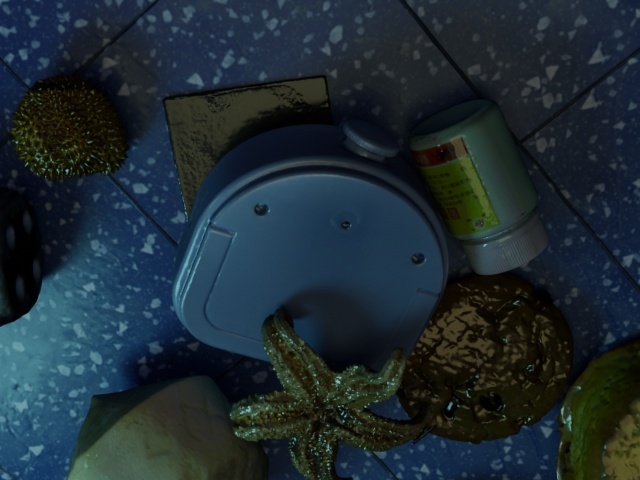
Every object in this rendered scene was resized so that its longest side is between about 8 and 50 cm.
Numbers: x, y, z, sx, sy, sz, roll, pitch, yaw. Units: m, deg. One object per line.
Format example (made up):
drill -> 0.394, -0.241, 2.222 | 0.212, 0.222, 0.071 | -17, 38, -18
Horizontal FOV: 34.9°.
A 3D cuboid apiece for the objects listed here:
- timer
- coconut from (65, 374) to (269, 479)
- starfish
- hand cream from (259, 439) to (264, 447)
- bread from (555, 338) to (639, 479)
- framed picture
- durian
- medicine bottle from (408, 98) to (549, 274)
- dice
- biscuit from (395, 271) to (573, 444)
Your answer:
timer -> 0.000, 0.000, 1.448 | 0.395, 0.173, 0.395 | -2, 120, -3
coconut -> -0.243, 0.347, 1.541 | 0.329, 0.329, 0.328 | 1, 109, 3
starfish -> 0.026, 0.230, 1.430 | 0.303, 0.113, 0.312 | 23, 126, -14
hand cream -> -0.159, 0.365, 1.676 | 0.194, 0.042, 0.067 | -40, 105, 20
bread -> 0.540, 0.319, 1.523 | 0.358, 0.204, 0.336 | 1, 93, 6
framed picture -> -0.089, -0.073, 1.534 | 0.244, 0.013, 0.323 | -7, 109, 5
durian -> -0.363, -0.157, 1.458 | 0.158, 0.137, 0.168 | -26, 116, -10
medicine bottle -> 0.228, -0.077, 1.449 | 0.139, 0.139, 0.225 | -25, 106, 11
dice -> -0.521, 0.029, 1.499 | 0.181, 0.182, 0.183 | -3, 107, 5
biscuit -> 0.247, 0.188, 1.574 | 0.296, 0.075, 0.296 | 1, 109, 2
